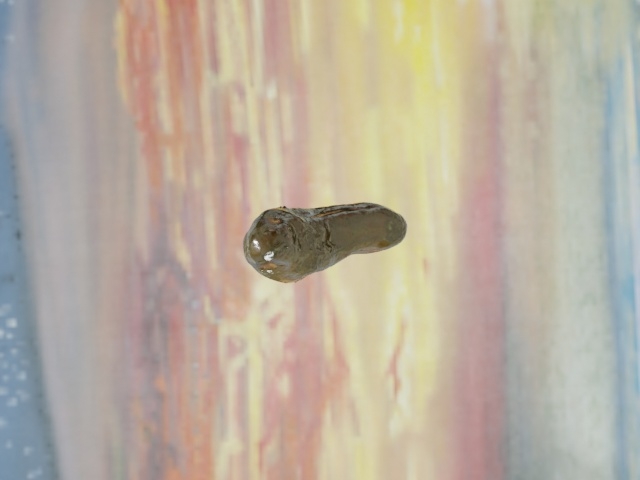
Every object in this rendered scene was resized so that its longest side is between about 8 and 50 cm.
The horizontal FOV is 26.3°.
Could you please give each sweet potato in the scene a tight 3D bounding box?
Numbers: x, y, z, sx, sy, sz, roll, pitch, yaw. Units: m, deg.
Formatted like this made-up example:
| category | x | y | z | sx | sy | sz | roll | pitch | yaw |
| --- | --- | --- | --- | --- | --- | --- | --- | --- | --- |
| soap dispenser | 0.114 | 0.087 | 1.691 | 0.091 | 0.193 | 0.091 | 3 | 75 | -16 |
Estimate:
| category | x | y | z | sx | sy | sz | roll | pitch | yaw |
| --- | --- | --- | --- | --- | --- | --- | --- | --- | --- |
| sweet potato | -0.001 | -0.001 | 0.982 | 0.182 | 0.053 | 0.054 | -11 | -53 | -52 |
